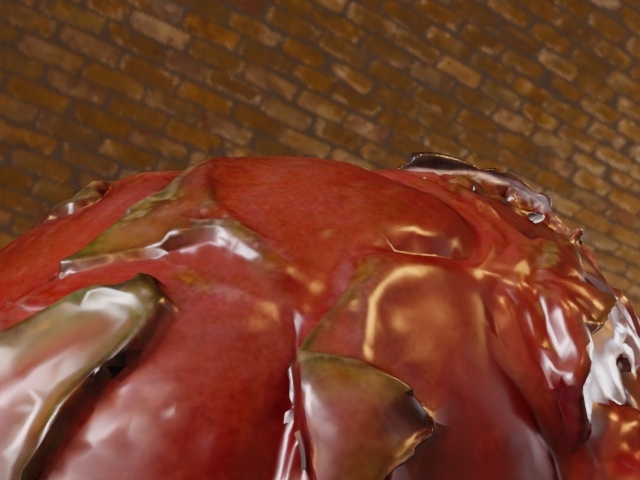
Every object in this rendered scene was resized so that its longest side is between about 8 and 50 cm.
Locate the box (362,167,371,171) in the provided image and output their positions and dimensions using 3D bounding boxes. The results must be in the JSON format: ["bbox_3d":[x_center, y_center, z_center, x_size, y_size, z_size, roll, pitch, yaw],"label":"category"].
[{"bbox_3d":[0.000,0.000,0.779,0.062,0.122,0.089,-49,-62,-30],"label":"box"}]

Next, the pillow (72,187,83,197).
[{"bbox_3d":[-0.135,0.055,0.962,0.052,0.212,0.208,-11,-84,-41],"label":"pillow"}]

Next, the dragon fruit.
[{"bbox_3d":[-0.022,0.106,0.429,0.343,0.277,0.277,-5,-51,-8],"label":"dragon fruit"}]

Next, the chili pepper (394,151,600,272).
[{"bbox_3d":[0.151,0.086,1.312,0.252,0.229,0.305,5,-47,-7],"label":"chili pepper"}]
